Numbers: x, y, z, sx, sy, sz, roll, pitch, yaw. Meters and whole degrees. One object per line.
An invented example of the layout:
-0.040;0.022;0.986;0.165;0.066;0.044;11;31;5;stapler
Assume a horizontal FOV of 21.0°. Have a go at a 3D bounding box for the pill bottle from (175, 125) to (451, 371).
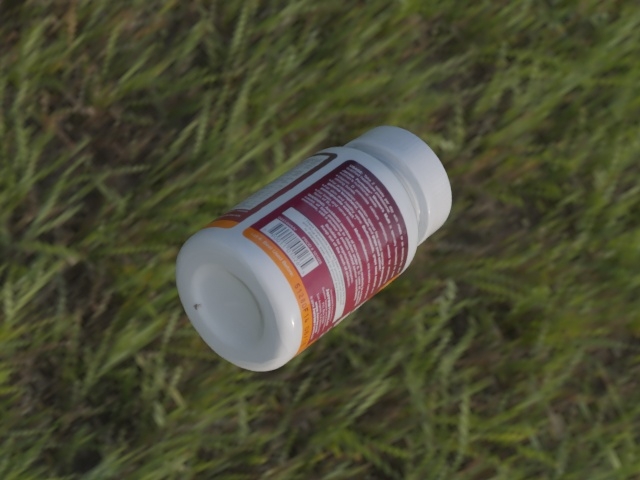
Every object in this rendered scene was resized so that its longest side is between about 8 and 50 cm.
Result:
0.000;0.000;1.358;0.221;0.121;0.121;-35;91;-39;pill bottle
